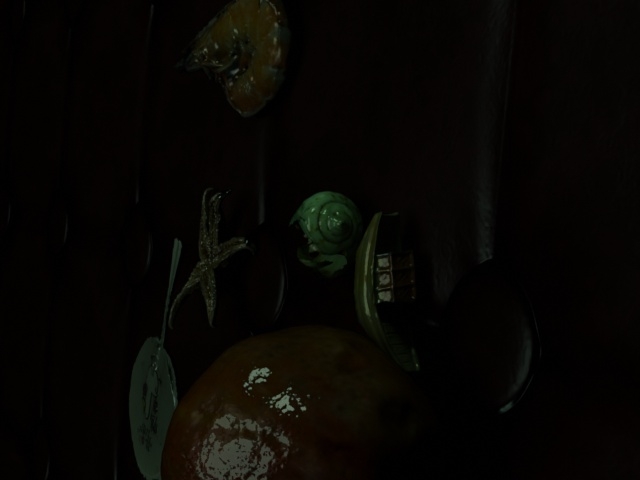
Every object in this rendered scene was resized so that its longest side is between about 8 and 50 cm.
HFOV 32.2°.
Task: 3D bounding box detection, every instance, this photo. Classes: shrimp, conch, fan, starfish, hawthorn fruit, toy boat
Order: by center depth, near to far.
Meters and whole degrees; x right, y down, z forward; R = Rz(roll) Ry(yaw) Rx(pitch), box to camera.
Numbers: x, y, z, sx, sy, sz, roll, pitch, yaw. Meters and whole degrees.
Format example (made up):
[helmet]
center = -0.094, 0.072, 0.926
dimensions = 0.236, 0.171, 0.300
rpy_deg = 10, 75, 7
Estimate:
[hawthorn fruit]
center = 0.009, 0.215, 1.071
dimensions = 0.298, 0.277, 0.277
rpy_deg = 5, 92, 49
[toy boat]
center = 0.076, 0.055, 1.170
dimensions = 0.066, 0.065, 0.172
rpy_deg = -12, 79, 40
[conch]
center = 0.000, 0.000, 1.303
dimensions = 0.170, 0.079, 0.106
rpy_deg = 161, 116, -75
[shrimp]
center = -0.123, -0.248, 1.555
dimensions = 0.317, 0.062, 0.164
rpy_deg = -9, 82, 58
[starfish]
center = -0.162, 0.030, 1.602
dimensions = 0.238, 0.057, 0.213
rpy_deg = -60, 31, 32
[fan]
center = -0.268, 0.194, 1.811
dimensions = 0.233, 0.012, 0.414
rpy_deg = 29, 113, 58
